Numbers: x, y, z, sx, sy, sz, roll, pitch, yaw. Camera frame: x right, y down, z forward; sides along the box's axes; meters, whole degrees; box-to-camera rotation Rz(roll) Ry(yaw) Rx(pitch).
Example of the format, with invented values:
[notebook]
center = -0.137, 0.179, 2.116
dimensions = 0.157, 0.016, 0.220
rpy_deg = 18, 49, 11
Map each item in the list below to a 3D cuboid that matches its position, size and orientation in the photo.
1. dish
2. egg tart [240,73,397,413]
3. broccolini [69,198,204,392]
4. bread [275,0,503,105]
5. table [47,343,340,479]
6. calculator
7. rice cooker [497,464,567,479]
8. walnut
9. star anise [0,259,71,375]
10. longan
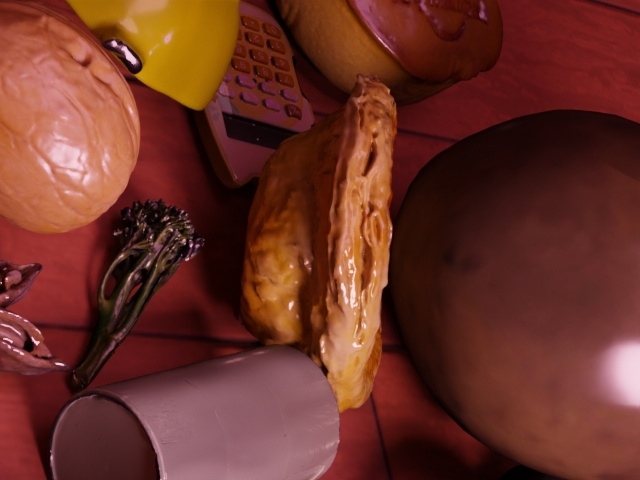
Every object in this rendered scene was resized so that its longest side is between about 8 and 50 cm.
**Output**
[dish]
center = -0.148, -0.232, 1.597
dimensions = 0.221, 0.108, 0.262
rpy_deg = 51, 9, 7
[egg tart]
center = 0.000, 0.000, 1.641
dimensions = 0.128, 0.319, 0.319
rpy_deg = 6, 52, 3
[broccolini]
center = -0.163, 0.040, 1.540
dimensions = 0.058, 0.074, 0.201
rpy_deg = 61, 36, -29
[bread]
center = 0.071, -0.264, 1.922
dimensions = 0.270, 0.148, 0.270
rpy_deg = 26, 50, -36
[table]
center = -0.098, 0.161, 1.485
dimensions = 0.220, 0.126, 0.126
rpy_deg = -12, 77, -51
[calculator]
center = -0.070, -0.141, 1.785
dimensions = 0.157, 0.033, 0.236
rpy_deg = 13, 56, -43
[rice cooker]
center = 0.252, 0.302, 1.800
dimensions = 0.203, 0.118, 0.142
rpy_deg = 48, 39, -10
[walnut]
center = -0.233, -0.103, 1.473
dimensions = 0.197, 0.165, 0.165
rpy_deg = 54, 38, -14
[star anise]
center = -0.292, 0.045, 1.397
dimensions = 0.208, 0.063, 0.171
rpy_deg = -13, 73, -48
[longan]
center = 0.247, 0.052, 1.750
dimensions = 0.404, 0.336, 0.404
rpy_deg = 46, 5, -5
